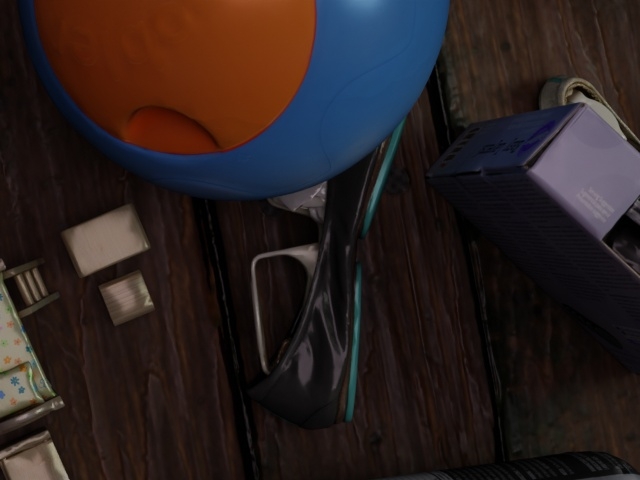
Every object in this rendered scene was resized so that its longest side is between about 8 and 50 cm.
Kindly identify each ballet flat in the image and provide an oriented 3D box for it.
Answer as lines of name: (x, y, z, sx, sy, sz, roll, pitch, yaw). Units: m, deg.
ballet flat: (0.000, 0.000, 1.058, 0.096, 0.095, 0.281, 11, 86, -3)
ballet flat: (0.238, -0.064, 1.137, 0.168, 0.052, 0.057, 45, 79, -9)

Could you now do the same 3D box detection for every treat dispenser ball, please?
treat dispenser ball: (-0.057, -0.171, 0.945, 0.288, 0.288, 0.288, 0, 88, -14)

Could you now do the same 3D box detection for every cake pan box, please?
cake pan box: (0.210, 0.010, 1.019, 0.245, 0.267, 0.070, 40, 84, -8)

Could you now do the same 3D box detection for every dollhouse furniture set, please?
dollhouse furniture set: (-0.170, 0.087, 1.004, 0.161, 0.101, 0.182, -24, 94, -14)

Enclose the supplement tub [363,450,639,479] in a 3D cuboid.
supplement tub: (0.072, 0.269, 1.007, 0.338, 0.207, 0.207, -6, 90, -14)
